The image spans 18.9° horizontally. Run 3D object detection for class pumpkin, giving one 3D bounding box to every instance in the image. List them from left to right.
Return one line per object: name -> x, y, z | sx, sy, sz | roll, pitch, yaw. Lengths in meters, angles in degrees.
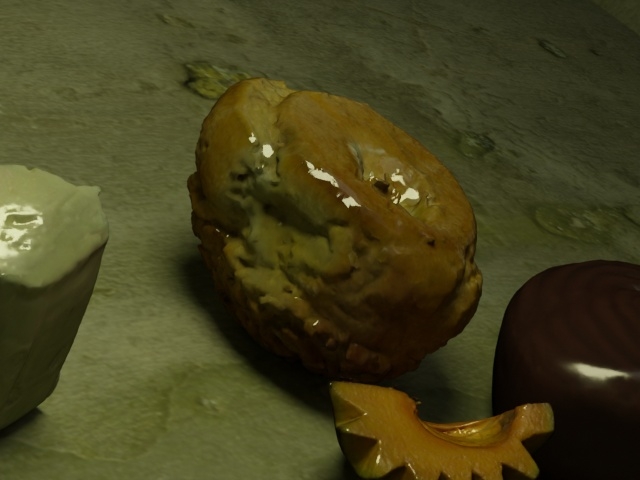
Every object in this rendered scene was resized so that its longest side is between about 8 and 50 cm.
pumpkin -> 0.095, 0.221, 1.839 | 0.254, 0.149, 0.130 | 7, 60, -30

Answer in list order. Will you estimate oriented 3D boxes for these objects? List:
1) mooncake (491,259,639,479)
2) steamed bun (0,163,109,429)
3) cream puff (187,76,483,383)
mooncake -> 0.336, 0.147, 2.058 | 0.333, 0.174, 0.325 | 23, 28, 37
steamed bun -> -0.285, 0.035, 1.580 | 0.170, 0.225, 0.200 | 36, 25, 15
cream puff -> 0.000, 0.000, 1.987 | 0.343, 0.231, 0.327 | 28, 27, -21
